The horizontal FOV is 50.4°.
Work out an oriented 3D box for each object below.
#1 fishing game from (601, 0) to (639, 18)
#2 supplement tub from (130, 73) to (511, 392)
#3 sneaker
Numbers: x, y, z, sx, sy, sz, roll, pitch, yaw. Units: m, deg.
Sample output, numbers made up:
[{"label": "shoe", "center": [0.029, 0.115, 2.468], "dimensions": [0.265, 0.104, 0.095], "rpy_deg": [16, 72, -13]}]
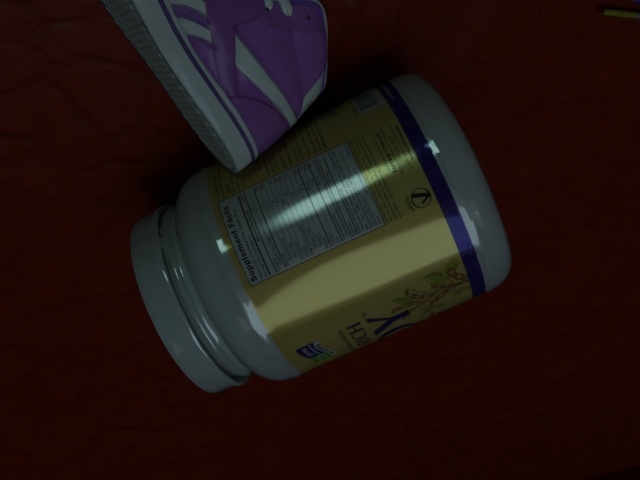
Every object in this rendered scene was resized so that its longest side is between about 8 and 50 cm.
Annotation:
[{"label": "fishing game", "center": [0.391, -0.330, 0.666], "dimensions": [0.189, 0.041, 0.264], "rpy_deg": [0, 136, -26]}, {"label": "supplement tub", "center": [0.000, 0.000, 0.712], "dimensions": [0.331, 0.241, 0.241], "rpy_deg": [-25, 140, 5]}, {"label": "sneaker", "center": [-0.089, -0.210, 0.573], "dimensions": [0.161, 0.102, 0.282], "rpy_deg": [-41, 133, -10]}]
